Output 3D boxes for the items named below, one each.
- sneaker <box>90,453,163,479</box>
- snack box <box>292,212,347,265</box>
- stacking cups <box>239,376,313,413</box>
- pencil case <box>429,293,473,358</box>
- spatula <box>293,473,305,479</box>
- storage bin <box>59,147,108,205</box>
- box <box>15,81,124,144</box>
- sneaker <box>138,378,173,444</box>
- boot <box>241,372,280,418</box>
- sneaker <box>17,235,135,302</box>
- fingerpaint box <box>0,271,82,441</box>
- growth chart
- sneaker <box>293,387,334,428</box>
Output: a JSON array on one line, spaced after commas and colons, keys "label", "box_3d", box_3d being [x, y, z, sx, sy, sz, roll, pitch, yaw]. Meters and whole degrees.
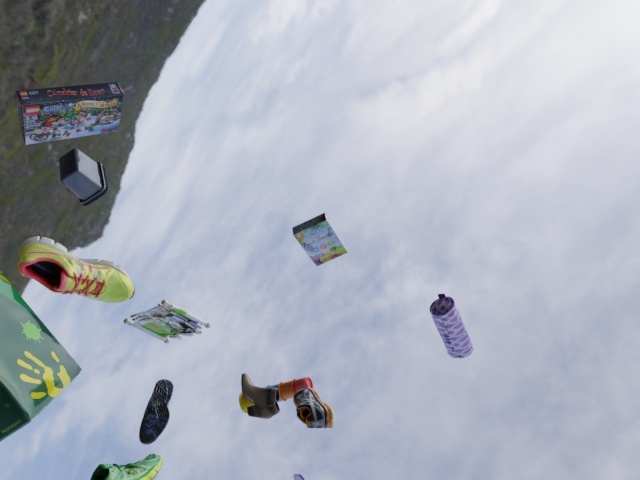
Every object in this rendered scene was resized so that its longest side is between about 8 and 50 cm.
[{"label": "sneaker", "box_3d": [-0.510, 0.608, 1.127, 0.123, 0.295, 0.109, 42, -86, 11]}, {"label": "snack box", "box_3d": [0.000, 0.000, 1.201, 0.100, 0.141, 0.037, -25, -139, 11]}, {"label": "stacking cups", "box_3d": [-0.186, 0.632, 1.844, 0.317, 0.096, 0.095, -24, -133, 16]}, {"label": "pencil case", "box_3d": [0.401, 0.266, 1.341, 0.087, 0.206, 0.088, -9, -149, 32]}, {"label": "spatula", "box_3d": [-0.024, 0.952, 1.520, 0.084, 0.030, 0.296, -39, -112, 51]}, {"label": "storage bin", "box_3d": [-0.632, -0.170, 1.154, 0.098, 0.091, 0.135, -32, -129, 2]}, {"label": "box", "box_3d": [-0.640, -0.327, 1.134, 0.044, 0.233, 0.159, 61, -37, 9]}, {"label": "sneaker", "box_3d": [-0.520, 0.552, 1.403, 0.211, 0.080, 0.081, -86, -159, -54]}, {"label": "boot", "box_3d": [-0.144, 0.377, 1.081, 0.087, 0.042, 0.118, -19, -105, 16]}, {"label": "sneaker", "box_3d": [-0.446, 0.073, 0.804, 0.081, 0.209, 0.094, -58, -153, 10]}, {"label": "fingerpaint box", "box_3d": [-0.656, 0.192, 0.599, 0.445, 0.371, 0.163, -33, -170, -1]}, {"label": "growth chart", "box_3d": [-0.392, 0.216, 1.137, 0.237, 0.172, 0.021, -23, -135, 37]}, {"label": "sneaker", "box_3d": [-0.041, 0.512, 1.348, 0.215, 0.083, 0.084, -1, -91, 63]}]
